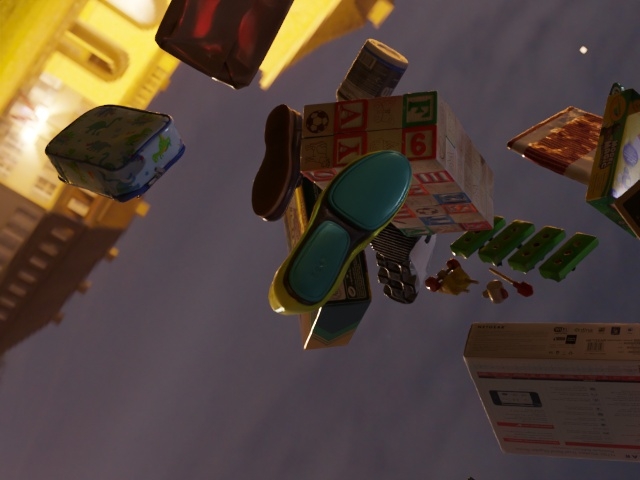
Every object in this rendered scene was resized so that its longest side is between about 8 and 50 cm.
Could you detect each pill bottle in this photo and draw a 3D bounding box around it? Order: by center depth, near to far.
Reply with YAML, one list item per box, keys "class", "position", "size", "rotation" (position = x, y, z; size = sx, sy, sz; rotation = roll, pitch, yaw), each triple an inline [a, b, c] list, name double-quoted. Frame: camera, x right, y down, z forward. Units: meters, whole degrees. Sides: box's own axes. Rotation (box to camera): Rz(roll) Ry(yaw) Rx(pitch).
- class: "pill bottle"
  position: [0.073, -0.239, 1.558]
  size: [0.137, 0.078, 0.078]
  rotation: [-59, -161, 20]

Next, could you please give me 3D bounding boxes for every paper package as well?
- class: "paper package"
  position: [-0.115, -0.444, 1.588]
  size: [0.309, 0.168, 0.325]
  rotation: [-60, -168, 21]

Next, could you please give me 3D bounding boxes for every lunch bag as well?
- class: "lunch bag"
  position: [-0.357, -0.161, 1.743]
  size: [0.219, 0.090, 0.176]
  rotation: [15, -130, 35]

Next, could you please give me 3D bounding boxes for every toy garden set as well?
- class: "toy garden set"
  position: [0.319, 0.047, 1.696]
  size: [0.204, 0.049, 0.244]
  rotation: [-38, -149, -26]

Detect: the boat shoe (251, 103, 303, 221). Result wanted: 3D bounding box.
- class: "boat shoe"
  position: [-0.054, -0.116, 1.560]
  size: [0.073, 0.073, 0.207]
  rotation: [-11, -124, 36]

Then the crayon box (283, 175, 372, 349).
- class: "crayon box"
  position: [0.000, 0.000, 1.953]
  size: [0.313, 0.106, 0.362]
  rotation: [111, -28, -67]

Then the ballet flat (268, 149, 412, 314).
- class: "ballet flat"
  position: [0.015, -0.008, 1.041]
  size: [0.231, 0.077, 0.077]
  rotation: [-53, -176, -33]

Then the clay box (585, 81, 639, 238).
- class: "clay box"
  position: [0.484, -0.130, 1.520]
  size: [0.053, 0.127, 0.222]
  rotation: [-13, -128, 53]

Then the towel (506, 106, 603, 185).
- class: "towel"
  position: [0.514, -0.129, 1.694]
  size: [0.237, 0.329, 0.037]
  rotation: [-28, 137, -43]

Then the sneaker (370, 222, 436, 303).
- class: "sneaker"
  position: [0.185, -0.019, 2.143]
  size: [0.146, 0.122, 0.330]
  rotation: [-54, 154, -31]

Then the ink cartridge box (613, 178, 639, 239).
- class: "ink cartridge box"
  position: [0.420, 0.024, 0.986]
  size: [0.088, 0.235, 0.193]
  rotation: [-43, -123, 26]

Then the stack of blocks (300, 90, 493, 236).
- class: "stack of blocks"
  position: [0.110, -0.089, 1.289]
  size: [0.171, 0.297, 0.087]
  rotation: [-4, -107, 22]

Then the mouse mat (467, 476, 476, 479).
- class: "mouse mat"
  position: [0.228, 0.385, 1.224]
  size: [0.007, 0.190, 0.152]
  rotation: [-21, -124, 25]

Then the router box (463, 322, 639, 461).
- class: "router box"
  position: [0.457, 0.274, 1.773]
  size: [0.336, 0.301, 0.082]
  rotation: [-2, -136, 27]
